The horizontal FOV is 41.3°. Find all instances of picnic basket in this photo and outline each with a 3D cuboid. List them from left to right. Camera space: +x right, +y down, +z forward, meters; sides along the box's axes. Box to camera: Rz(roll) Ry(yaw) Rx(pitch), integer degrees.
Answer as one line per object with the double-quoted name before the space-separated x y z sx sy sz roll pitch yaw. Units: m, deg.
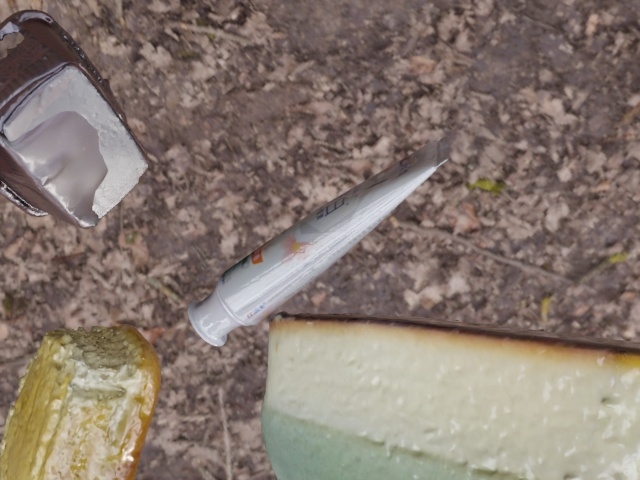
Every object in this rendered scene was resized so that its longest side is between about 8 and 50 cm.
"picnic basket" -0.351 -0.145 1.151 0.222 0.129 0.297 -49 148 -14

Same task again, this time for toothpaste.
"toothpaste" 0.000 0.000 0.865 0.323 0.100 0.066 -36 100 18

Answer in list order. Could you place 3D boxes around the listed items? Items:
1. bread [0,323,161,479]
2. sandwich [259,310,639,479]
"bread" -0.246 0.202 0.864 0.121 0.174 0.246 20 86 -36
"sandwich" 0.091 0.090 0.371 0.219 0.186 0.108 8 85 -10
